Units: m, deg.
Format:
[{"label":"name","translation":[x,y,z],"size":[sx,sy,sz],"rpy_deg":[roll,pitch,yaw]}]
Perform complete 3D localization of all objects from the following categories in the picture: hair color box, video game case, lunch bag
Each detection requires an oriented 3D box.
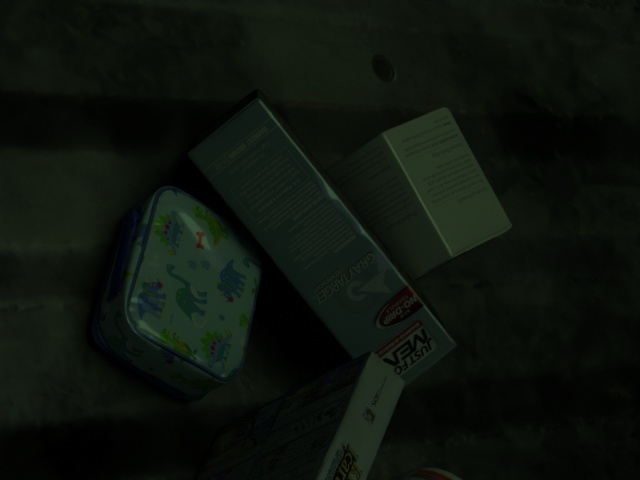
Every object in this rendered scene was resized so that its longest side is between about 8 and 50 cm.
[{"label":"hair color box","translation":[0.000,0.000,2.179],"size":[0.374,0.114,0.185],"rpy_deg":[51,4,-8]},{"label":"video game case","translation":[-0.049,0.263,1.928],"size":[0.061,0.269,0.244],"rpy_deg":[42,45,-19]},{"label":"lunch bag","translation":[-0.163,0.057,2.074],"size":[0.176,0.090,0.219],"rpy_deg":[32,48,-27]}]

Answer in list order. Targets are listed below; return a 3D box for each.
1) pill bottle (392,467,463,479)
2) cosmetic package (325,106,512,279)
[{"label":"pill bottle","translation":[0.059,0.377,2.045],"size":[0.283,0.161,0.161],"rpy_deg":[-22,83,-47]},{"label":"cosmetic package","translation":[0.117,-0.048,2.352],"size":[0.151,0.151,0.183],"rpy_deg":[-26,86,-48]}]
